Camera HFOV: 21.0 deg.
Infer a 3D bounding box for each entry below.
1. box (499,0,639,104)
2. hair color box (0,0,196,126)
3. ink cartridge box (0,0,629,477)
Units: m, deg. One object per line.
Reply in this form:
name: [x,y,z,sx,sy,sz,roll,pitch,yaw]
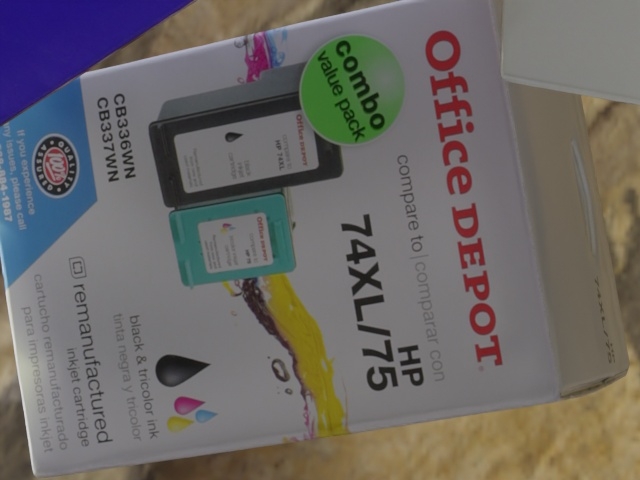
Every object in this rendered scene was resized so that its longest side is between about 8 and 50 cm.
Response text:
box: [0.129,-0.142,0.568,0.091,0.130,0.170,14,-63,30]
hair color box: [-0.099,-0.133,0.635,0.339,0.185,0.110,-29,-68,32]
ink cartridge box: [0.000,0.000,0.893,0.270,0.198,0.197,-11,-4,19]
